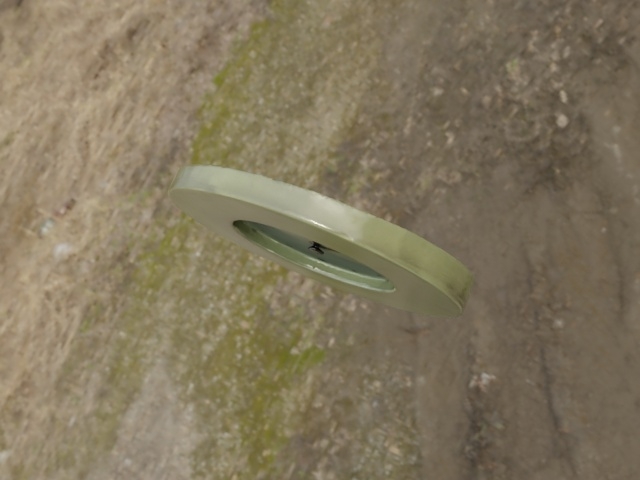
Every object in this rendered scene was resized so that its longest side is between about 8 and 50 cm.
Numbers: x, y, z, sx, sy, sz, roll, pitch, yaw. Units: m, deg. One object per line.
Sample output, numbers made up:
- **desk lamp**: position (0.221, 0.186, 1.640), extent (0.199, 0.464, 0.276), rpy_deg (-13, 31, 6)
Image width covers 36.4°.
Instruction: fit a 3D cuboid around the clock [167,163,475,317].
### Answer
- **clock**: position (0.000, 0.000, 0.724), extent (0.235, 0.235, 0.029), rpy_deg (5, 70, 59)
